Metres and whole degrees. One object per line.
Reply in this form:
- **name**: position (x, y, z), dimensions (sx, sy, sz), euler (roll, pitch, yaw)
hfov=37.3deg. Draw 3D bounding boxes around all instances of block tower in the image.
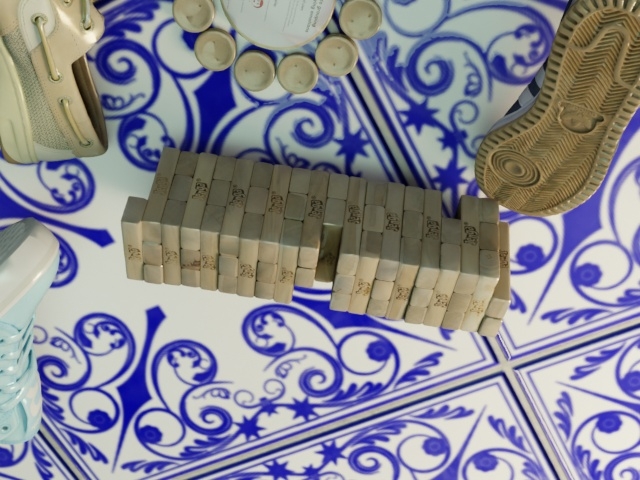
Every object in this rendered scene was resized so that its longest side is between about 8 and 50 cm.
- **block tower**: position (0.000, 0.000, 0.843), dimensions (0.335, 0.097, 0.091), euler (8, 142, 0)

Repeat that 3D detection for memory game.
- **memory game**: position (-0.036, -0.209, 0.790), dimensions (0.186, 0.012, 0.186), euler (2, 118, 4)

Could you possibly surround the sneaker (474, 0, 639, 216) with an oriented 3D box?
- **sneaker**: position (0.216, -0.139, 0.759), dimensions (0.099, 0.153, 0.282), euler (27, 151, 5)

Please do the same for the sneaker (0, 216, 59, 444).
- **sneaker**: position (-0.326, 0.122, 0.948), dimensions (0.150, 0.135, 0.366), euler (32, 126, -20)

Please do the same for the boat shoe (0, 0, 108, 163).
- **boat shoe**: position (-0.221, -0.186, 0.757), dimensions (0.098, 0.109, 0.302), euler (0, 135, -7)
